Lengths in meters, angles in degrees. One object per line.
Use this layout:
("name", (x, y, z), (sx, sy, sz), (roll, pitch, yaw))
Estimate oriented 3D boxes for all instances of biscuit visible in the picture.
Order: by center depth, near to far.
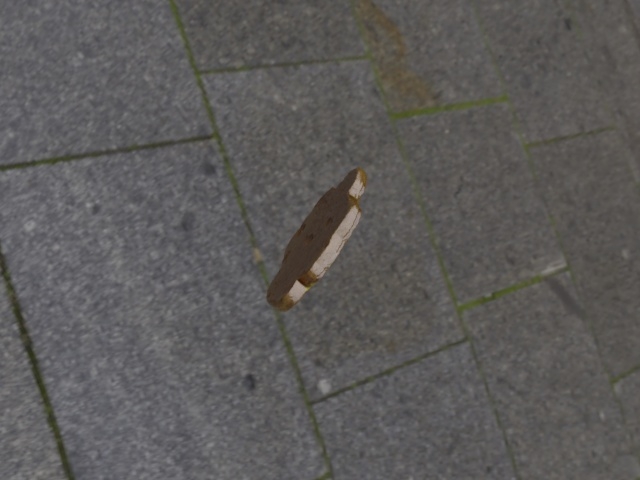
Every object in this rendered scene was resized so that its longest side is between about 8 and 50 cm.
("biscuit", (0.000, 0.000, 1.784), (0.041, 0.208, 0.290), (34, 91, -18))
